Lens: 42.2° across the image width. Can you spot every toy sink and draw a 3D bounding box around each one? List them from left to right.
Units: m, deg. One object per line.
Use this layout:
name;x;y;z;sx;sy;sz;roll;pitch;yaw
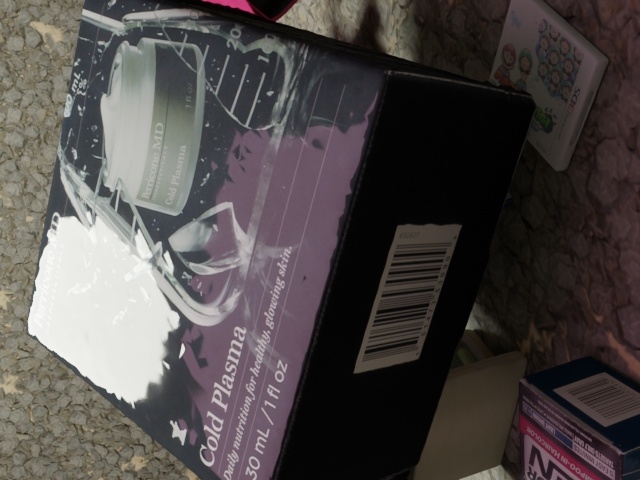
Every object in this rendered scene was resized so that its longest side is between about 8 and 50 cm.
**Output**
toy sink;0.174;0.219;1.167;0.131;0.153;0.234;-123;26;-46

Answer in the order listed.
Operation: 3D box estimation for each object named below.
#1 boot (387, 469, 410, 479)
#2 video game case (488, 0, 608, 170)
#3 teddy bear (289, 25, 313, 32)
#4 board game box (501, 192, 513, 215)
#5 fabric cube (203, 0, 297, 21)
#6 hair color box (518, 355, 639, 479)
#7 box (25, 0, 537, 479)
boot;0.062;0.339;1.180;0.207;0.094;0.246;67;153;17
video game case;0.242;-0.179;0.912;0.143;0.019;0.157;97;153;-44
teddy bear;-0.043;-0.242;1.394;0.338;0.245;0.113;-9;62;47
board game box;0.169;-0.044;1.127;0.136;0.035;0.201;56;150;21
fabric cube;-0.126;-0.479;1.266;0.259;0.254;0.258;40;169;-17
hair color box;0.312;0.325;0.916;0.174;0.105;0.347;-144;43;-63
box;-0.075;-0.015;0.999;0.472;0.297;0.480;27;109;38
